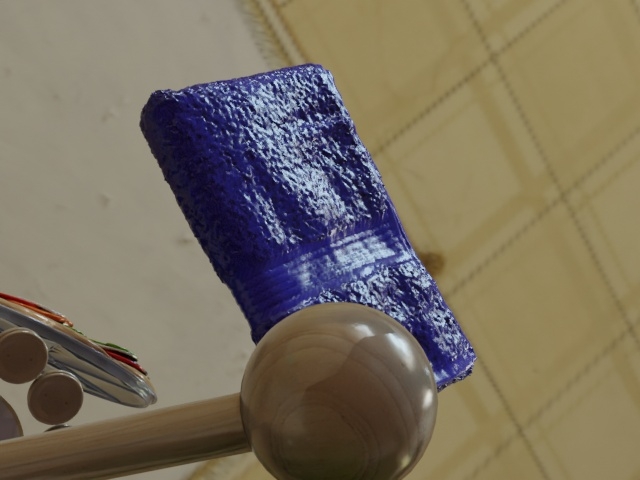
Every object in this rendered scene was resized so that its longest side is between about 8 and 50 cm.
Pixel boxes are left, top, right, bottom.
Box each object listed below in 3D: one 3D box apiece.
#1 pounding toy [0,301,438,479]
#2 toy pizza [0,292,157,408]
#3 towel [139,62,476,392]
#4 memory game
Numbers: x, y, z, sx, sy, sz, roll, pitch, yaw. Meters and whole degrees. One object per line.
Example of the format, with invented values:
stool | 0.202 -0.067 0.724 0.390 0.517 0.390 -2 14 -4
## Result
pounding toy | -0.019 0.151 0.431 0.183 0.237 0.110 -23 -37 20
toy pizza | -0.219 0.080 1.355 0.201 0.201 0.032 35 -109 -30
towel | 0.000 0.000 1.344 0.227 0.076 0.308 -19 -102 -57
memory game | -0.237 0.131 1.066 0.186 0.012 0.186 -7 -69 -19
